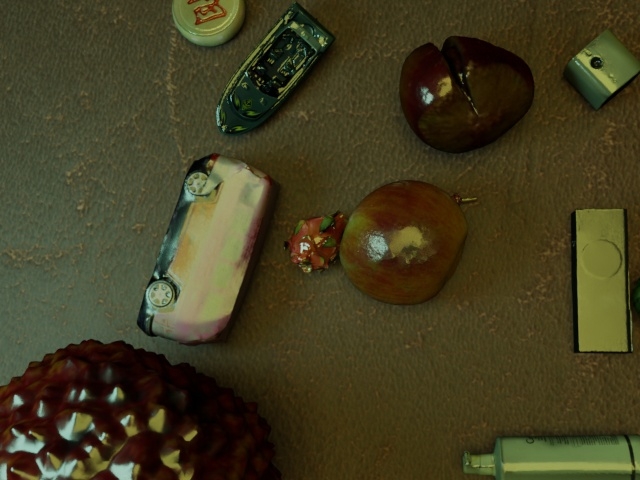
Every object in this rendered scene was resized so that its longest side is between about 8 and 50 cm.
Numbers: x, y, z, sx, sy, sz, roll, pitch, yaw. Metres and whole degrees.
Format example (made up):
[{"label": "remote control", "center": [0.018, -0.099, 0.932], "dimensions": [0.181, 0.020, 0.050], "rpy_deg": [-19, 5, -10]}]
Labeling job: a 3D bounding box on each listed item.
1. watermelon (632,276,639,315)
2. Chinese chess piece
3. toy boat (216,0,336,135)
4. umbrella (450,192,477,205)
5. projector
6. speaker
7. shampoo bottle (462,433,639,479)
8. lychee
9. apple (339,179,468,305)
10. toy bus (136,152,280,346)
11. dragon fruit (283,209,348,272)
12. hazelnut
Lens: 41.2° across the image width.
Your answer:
[{"label": "watermelon", "center": [0.503, 0.090, 1.266], "dimensions": [0.062, 0.105, 0.106], "rpy_deg": [-30, 78, 46]}, {"label": "Chinese chess piece", "center": [-0.184, -0.382, 1.408], "dimensions": [0.122, 0.051, 0.122], "rpy_deg": [-1, 83, 7]}, {"label": "toy boat", "center": [-0.080, -0.266, 1.362], "dimensions": [0.093, 0.103, 0.246], "rpy_deg": [40, 94, -15]}, {"label": "umbrella", "center": [0.164, -0.057, 1.347], "dimensions": [0.165, 0.025, 0.027], "rpy_deg": [-8, 112, 7]}, {"label": "projector", "center": [0.434, -0.261, 1.311], "dimensions": [0.083, 0.083, 0.082], "rpy_deg": [-40, 81, 0]}, {"label": "speaker", "center": [0.426, 0.062, 1.294], "dimensions": [0.082, 0.044, 0.218], "rpy_deg": [1, 83, 6]}, {"label": "shampoo bottle", "center": [0.341, 0.329, 1.251], "dimensions": [0.262, 0.085, 0.085], "rpy_deg": [-2, 83, 6]}, {"label": "lychee", "center": [-0.287, 0.339, 1.160], "dimensions": [0.499, 0.424, 0.425], "rpy_deg": [-10, 81, 34]}, {"label": "apple", "center": [0.124, 0.003, 1.281], "dimensions": [0.173, 0.160, 0.195], "rpy_deg": [26, 93, 17]}, {"label": "toy bus", "center": [-0.171, 0.017, 1.322], "dimensions": [0.147, 0.127, 0.303], "rpy_deg": [17, 85, 5]}, {"label": "dragon fruit", "center": [0.000, -0.002, 1.331], "dimensions": [0.116, 0.086, 0.081], "rpy_deg": [-50, 43, -9]}, {"label": "hazelnut", "center": [0.221, -0.226, 1.300], "dimensions": [0.204, 0.178, 0.178], "rpy_deg": [-16, 82, -1]}]
